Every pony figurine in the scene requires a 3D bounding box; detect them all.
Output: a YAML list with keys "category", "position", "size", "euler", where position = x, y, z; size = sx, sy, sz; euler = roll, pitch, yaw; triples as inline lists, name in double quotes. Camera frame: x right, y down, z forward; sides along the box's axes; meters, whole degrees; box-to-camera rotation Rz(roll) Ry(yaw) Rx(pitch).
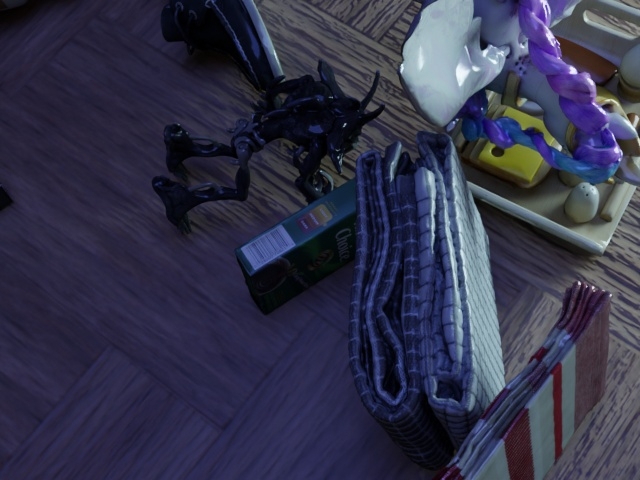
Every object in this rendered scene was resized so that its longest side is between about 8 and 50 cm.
- category: "pony figurine"
  position: [0.171, -0.228, 0.932]
  size: [0.303, 0.351, 0.363]
  euler: [-40, 53, -3]

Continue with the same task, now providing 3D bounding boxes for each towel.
- category: "towel"
  position: [0.101, 0.065, 0.931]
  size: [0.121, 0.235, 0.283]
  euler: [-9, 62, 15]
- category: "towel"
  position: [0.157, 0.211, 0.856]
  size: [0.037, 0.237, 0.329]
  euler: [32, 71, 29]

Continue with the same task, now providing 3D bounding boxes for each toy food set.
- category: "toy food set"
  position: [0.281, -0.152, 1.092]
  size: [0.220, 0.092, 0.306]
  euler: [27, 70, 16]

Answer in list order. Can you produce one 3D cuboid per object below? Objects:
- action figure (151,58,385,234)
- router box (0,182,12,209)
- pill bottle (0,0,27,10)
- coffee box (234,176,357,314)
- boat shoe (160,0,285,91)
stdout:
- category: "action figure"
  position: [-0.045, -0.104, 1.078]
  size: [0.276, 0.141, 0.164]
  euler: [-16, 61, 15]
- category: "router box"
  position: [-0.481, -0.048, 1.140]
  size: [0.179, 0.046, 0.133]
  euler: [-39, 68, -13]
- category: "pill bottle"
  position: [-0.444, -0.361, 1.236]
  size: [0.229, 0.131, 0.131]
  euler: [-15, 65, -2]
- category: "coffee box"
  position: [0.000, 0.000, 1.037]
  size: [0.184, 0.113, 0.040]
  euler: [-31, 65, -11]
- category: "boat shoe"
  position: [-0.152, -0.291, 1.180]
  size: [0.113, 0.127, 0.340]
  euler: [-27, 64, -6]
